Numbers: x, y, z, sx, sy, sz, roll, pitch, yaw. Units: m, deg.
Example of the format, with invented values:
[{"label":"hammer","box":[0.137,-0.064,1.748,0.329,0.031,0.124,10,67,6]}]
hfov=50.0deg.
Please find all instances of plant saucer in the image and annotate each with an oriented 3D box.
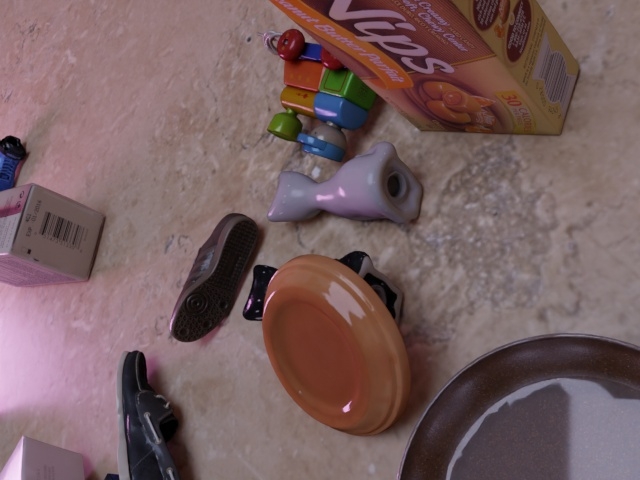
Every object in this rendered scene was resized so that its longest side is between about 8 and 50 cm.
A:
[{"label":"plant saucer","box":[0.201,0.232,0.555,0.310,0.050,0.311,-18,59,32]},{"label":"plant saucer","box":[0.004,0.113,0.705,0.200,0.037,0.200,24,125,40]}]

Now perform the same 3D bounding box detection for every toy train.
[{"label":"toy train","box":[-0.032,-0.197,0.920,0.248,0.105,0.143,25,94,44]}]

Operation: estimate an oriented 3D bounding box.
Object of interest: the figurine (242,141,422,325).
[{"label":"figurine","box":[0.000,0.000,0.812,0.209,0.092,0.215,-3,67,43]}]

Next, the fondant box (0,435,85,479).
[{"label":"fondant box","box":[-0.422,0.462,0.887,0.330,0.096,0.238,-58,28,4]}]

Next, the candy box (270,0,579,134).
[{"label":"candy box","box":[0.101,-0.207,0.659,0.182,0.316,0.088,10,77,42]}]

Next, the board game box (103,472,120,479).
[{"label":"board game box","box":[-0.275,0.445,0.857,0.165,0.042,0.243,28,89,44]}]

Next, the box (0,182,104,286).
[{"label":"box","box":[-0.515,-0.002,1.195,0.232,0.148,0.127,-6,66,38]}]

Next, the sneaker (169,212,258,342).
[{"label":"sneaker","box":[-0.147,0.049,0.935,0.188,0.066,0.071,-58,29,-5]}]

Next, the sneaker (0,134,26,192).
[{"label":"sneaker","box":[-0.669,-0.161,1.461,0.084,0.058,0.152,-41,42,29]}]

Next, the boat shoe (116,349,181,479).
[{"label":"boat shoe","box":[-0.226,0.241,0.905,0.079,0.084,0.233,-13,45,-9]}]
